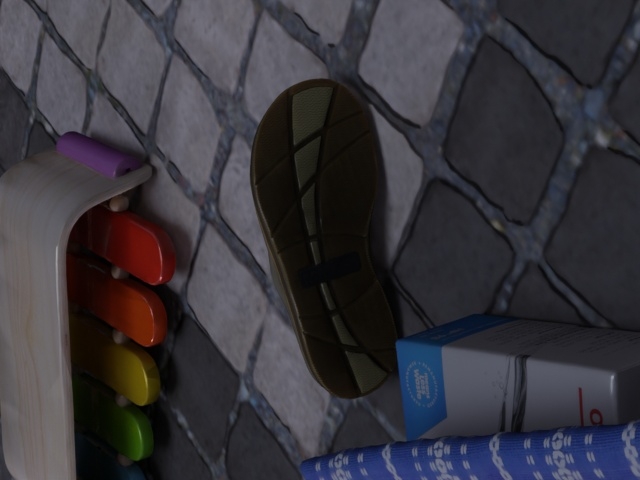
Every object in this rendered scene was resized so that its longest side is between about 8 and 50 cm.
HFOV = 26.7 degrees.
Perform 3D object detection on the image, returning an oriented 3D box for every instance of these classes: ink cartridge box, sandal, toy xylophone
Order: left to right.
[{"bbox_3d":[-0.201,0.072,1.034,0.236,0.081,0.323,33,125,44],"label":"toy xylophone"},{"bbox_3d":[0.000,0.000,0.763,0.049,0.072,0.180,-161,58,-74],"label":"sandal"},{"bbox_3d":[0.119,0.096,0.623,0.180,0.060,0.104,3,102,53],"label":"ink cartridge box"}]

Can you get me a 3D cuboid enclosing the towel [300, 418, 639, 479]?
[{"bbox_3d":[0.150,0.173,0.539,0.243,0.040,0.336,54,146,-13],"label":"towel"}]
